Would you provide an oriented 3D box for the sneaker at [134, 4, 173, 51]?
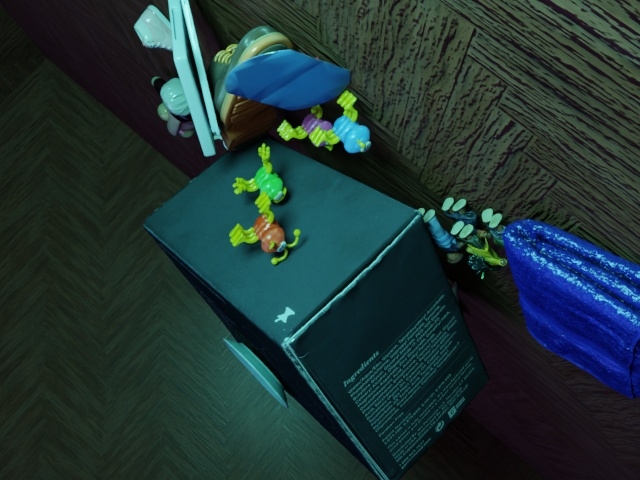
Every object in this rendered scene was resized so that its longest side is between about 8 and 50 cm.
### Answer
[{"bbox_3d":[-0.309,-0.391,1.324,0.134,0.070,0.051,44,169,-25],"label":"sneaker"}]

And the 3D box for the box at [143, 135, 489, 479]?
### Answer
[{"bbox_3d":[-0.004,0.114,1.236,0.480,0.297,0.471,32,161,45],"label":"box"}]

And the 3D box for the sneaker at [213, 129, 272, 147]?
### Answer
[{"bbox_3d":[-0.169,-0.219,1.521,0.211,0.081,0.080,35,168,26],"label":"sneaker"}]

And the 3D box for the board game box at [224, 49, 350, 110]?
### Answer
[{"bbox_3d":[-0.043,-0.226,0.901,0.169,0.033,0.133,6,161,-41],"label":"board game box"}]

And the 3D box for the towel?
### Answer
[{"bbox_3d":[0.350,0.104,0.878,0.228,0.076,0.308,29,166,34],"label":"towel"}]

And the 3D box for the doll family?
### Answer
[{"bbox_3d":[0.222,0.000,0.988,0.111,0.076,0.193,42,177,-33],"label":"doll family"}]

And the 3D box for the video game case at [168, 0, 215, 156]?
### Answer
[{"bbox_3d":[-0.210,-0.271,1.100,0.201,0.023,0.183,82,175,-52],"label":"video game case"}]

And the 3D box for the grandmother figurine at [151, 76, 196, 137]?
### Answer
[{"bbox_3d":[-0.358,-0.336,1.712,0.208,0.104,0.342,34,175,-8],"label":"grandmother figurine"}]

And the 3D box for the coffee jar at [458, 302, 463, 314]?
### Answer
[{"bbox_3d":[0.239,0.139,1.536,0.184,0.079,0.096,33,168,40],"label":"coffee jar"}]

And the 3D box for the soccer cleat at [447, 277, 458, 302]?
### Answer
[{"bbox_3d":[0.164,0.046,1.407,0.318,0.109,0.116,42,147,31],"label":"soccer cleat"}]

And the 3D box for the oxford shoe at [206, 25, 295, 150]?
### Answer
[{"bbox_3d":[-0.132,-0.257,1.069,0.132,0.130,0.364,60,161,3],"label":"oxford shoe"}]

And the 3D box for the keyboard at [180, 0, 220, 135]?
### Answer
[{"bbox_3d":[-0.192,-0.291,1.051,0.072,0.014,0.255,-124,22,-76],"label":"keyboard"}]

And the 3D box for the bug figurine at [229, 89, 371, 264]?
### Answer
[{"bbox_3d":[-0.031,-0.108,1.012,0.072,0.279,0.216,32,-163,-31],"label":"bug figurine"}]

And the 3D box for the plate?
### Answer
[{"bbox_3d":[-0.123,0.257,1.328,0.188,0.024,0.188,44,165,15],"label":"plate"}]
